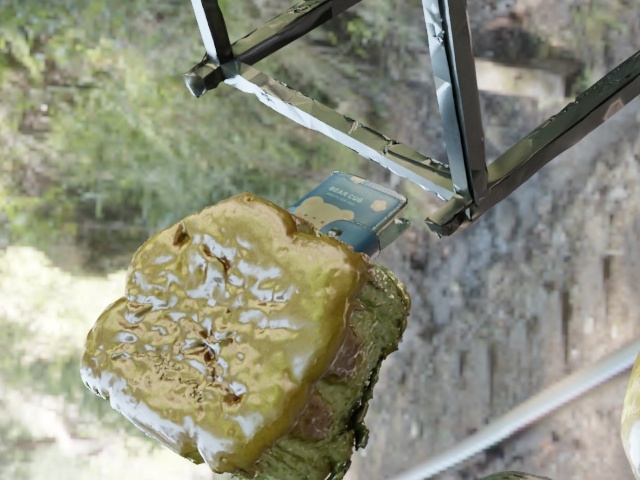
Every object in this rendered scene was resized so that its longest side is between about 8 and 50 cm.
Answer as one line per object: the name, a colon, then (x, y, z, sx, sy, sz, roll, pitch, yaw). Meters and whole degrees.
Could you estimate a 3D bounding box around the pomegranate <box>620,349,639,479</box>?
pomegranate: (0.467, 0.182, 1.290, 0.307, 0.307, 0.307, -177, 90, -82)

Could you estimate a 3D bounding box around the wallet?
wallet: (0.000, 0.001, 1.437, 0.141, 0.202, 0.059, 22, 135, 38)

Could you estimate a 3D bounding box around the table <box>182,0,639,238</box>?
table: (0.060, -0.232, 0.582, 0.222, 0.272, 0.335, 33, 149, 41)

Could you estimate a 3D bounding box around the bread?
bread: (-0.034, 0.044, 0.582, 0.069, 0.140, 0.128, 35, -100, -52)

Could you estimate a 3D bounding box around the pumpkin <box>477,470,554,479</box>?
pumpkin: (0.193, 0.335, 1.256, 0.202, 0.140, 0.202, 6, -97, -57)
